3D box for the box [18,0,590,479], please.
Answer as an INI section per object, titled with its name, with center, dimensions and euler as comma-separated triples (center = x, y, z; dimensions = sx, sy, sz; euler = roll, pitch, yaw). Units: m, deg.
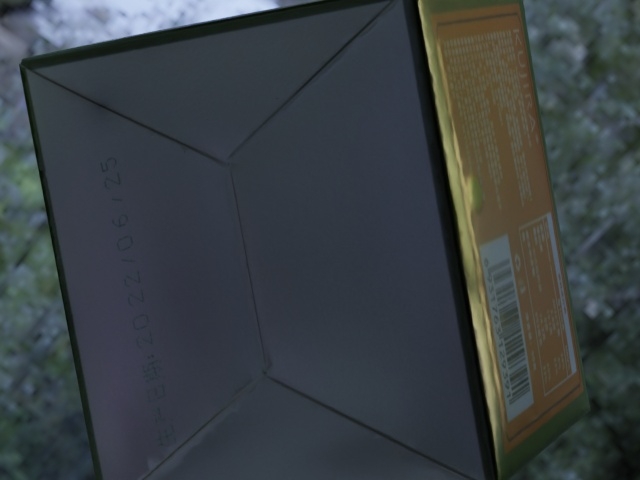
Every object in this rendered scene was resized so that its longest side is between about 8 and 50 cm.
[box]
center = 0.000, 0.000, 0.809
dimensions = 0.148, 0.177, 0.195
euler = -21, 102, -64
